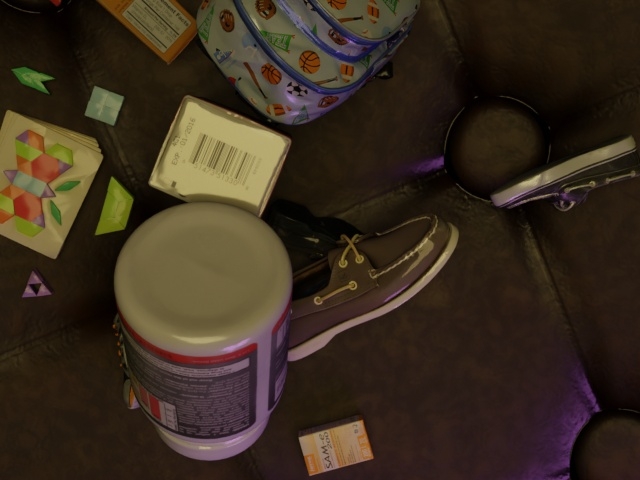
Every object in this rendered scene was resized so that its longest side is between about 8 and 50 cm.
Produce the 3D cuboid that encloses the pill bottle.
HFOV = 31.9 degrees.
[{"bbox_3d":[-0.145,0.133,1.432,0.210,0.363,0.210,2,55,-3],"label":"pill bottle"}]

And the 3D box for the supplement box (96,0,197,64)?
[{"bbox_3d":[-0.269,-0.341,1.487,0.080,0.078,0.233,-46,125,0],"label":"supplement box"}]

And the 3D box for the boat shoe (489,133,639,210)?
[{"bbox_3d":[0.350,-0.080,1.580,0.219,0.078,0.070,-21,96,0],"label":"boat shoe"}]

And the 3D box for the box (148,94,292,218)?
[{"bbox_3d":[-0.126,-0.109,1.487,0.148,0.232,0.127,23,96,-4],"label":"box"}]

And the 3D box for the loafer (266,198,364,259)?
[{"bbox_3d":[0.000,0.000,1.598,0.170,0.062,0.061,24,121,-6],"label":"loafer"}]

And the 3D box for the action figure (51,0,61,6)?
[{"bbox_3d":[-0.314,-0.467,1.506,0.139,0.091,0.280,41,94,-22],"label":"action figure"}]

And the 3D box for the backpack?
[{"bbox_3d":[-0.019,-0.285,1.443,0.276,0.213,0.263,43,54,-5],"label":"backpack"}]

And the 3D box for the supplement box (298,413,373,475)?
[{"bbox_3d":[0.022,0.299,1.639,0.098,0.036,0.062,-16,96,1],"label":"supplement box"}]

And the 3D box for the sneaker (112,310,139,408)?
[{"bbox_3d":[-0.257,0.135,1.600,0.083,0.084,0.215,15,100,22],"label":"sneaker"}]

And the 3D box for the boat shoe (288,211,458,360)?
[{"bbox_3d":[0.038,0.051,1.525,0.324,0.116,0.097,-33,115,28],"label":"boat shoe"}]

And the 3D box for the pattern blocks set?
[{"bbox_3d":[-0.407,-0.079,1.590,0.285,0.026,0.325,10,96,-3],"label":"pattern blocks set"}]
